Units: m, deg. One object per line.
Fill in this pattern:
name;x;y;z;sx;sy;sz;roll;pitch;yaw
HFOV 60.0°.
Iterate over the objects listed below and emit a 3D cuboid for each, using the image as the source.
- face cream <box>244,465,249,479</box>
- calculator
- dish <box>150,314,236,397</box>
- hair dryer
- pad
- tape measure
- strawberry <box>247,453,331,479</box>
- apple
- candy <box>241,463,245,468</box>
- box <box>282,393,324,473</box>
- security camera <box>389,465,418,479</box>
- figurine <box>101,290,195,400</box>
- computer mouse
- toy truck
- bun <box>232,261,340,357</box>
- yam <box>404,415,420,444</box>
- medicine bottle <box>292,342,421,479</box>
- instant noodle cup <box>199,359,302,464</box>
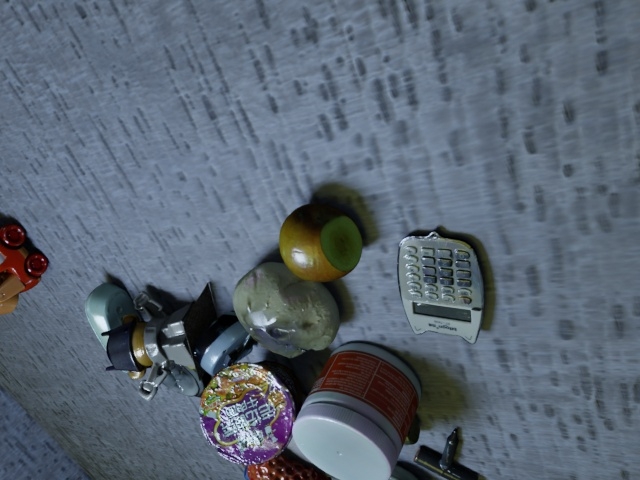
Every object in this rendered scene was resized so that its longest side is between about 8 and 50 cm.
face cream;-0.112;0.753;1.806;0.263;0.149;0.083;16;116;-9
calculator;0.242;0.093;1.123;0.177;0.040;0.268;6;128;27
dish;-0.422;0.389;1.714;0.324;0.124;0.324;17;133;19
hair dryer;0.356;0.566;1.456;0.173;0.050;0.195;24;132;7
pad;-0.317;0.250;1.509;0.003;0.158;0.235;8;131;13
tape measure;-0.247;0.273;1.470;0.107;0.181;0.182;40;139;15
strawberry;-0.085;0.731;1.582;0.253;0.150;0.280;2;133;13
apple;-0.004;0.003;1.122;0.163;0.146;0.147;11;127;26
candy;-0.240;0.721;1.908;0.143;0.101;0.271;-27;103;34
box;-0.086;0.585;1.664;0.288;0.141;0.349;27;135;6
security camera;0.192;0.768;1.632;0.191;0.197;0.277;47;127;5
figurine;-0.480;0.286;1.564;0.308;0.309;0.143;13;151;22
computer mouse;-0.633;0.266;1.707;0.097;0.159;0.289;-5;119;16
toy truck;-1.023;0.094;1.746;0.189;0.239;0.265;-10;120;36
bun;-0.093;0.175;1.308;0.272;0.168;0.273;17;140;14
yam;0.178;0.501;1.484;0.179;0.078;0.078;-9;121;39
medicine bottle;0.092;0.414;1.341;0.252;0.241;0.253;17;132;19
instant noodle cup;-0.161;0.425;1.442;0.251;0.190;0.251;0;88;11
